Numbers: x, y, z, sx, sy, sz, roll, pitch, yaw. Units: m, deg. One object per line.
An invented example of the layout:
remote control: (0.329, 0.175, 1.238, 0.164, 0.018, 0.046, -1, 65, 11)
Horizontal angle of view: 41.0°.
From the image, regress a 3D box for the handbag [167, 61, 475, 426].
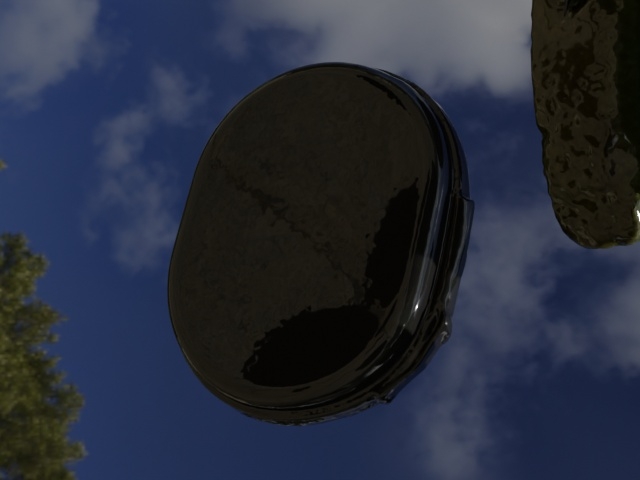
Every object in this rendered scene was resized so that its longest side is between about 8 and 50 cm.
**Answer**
handbag: (0.001, 0.000, 0.711, 0.254, 0.093, 0.308, 7, -105, 26)

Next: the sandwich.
sandwich: (0.200, -0.124, 0.400, 0.109, 0.212, 0.292, 8, -109, 56)
